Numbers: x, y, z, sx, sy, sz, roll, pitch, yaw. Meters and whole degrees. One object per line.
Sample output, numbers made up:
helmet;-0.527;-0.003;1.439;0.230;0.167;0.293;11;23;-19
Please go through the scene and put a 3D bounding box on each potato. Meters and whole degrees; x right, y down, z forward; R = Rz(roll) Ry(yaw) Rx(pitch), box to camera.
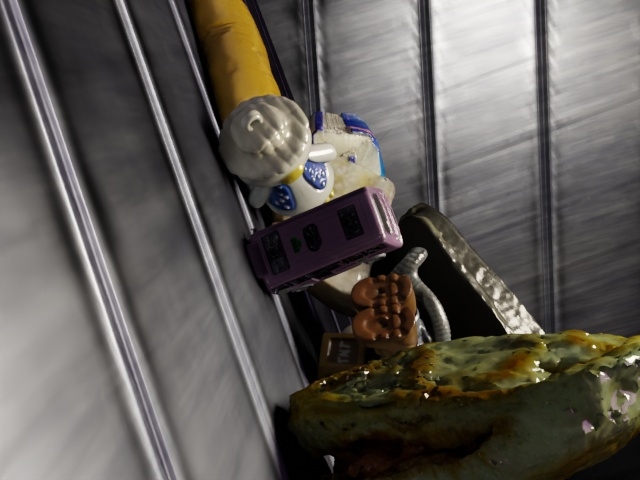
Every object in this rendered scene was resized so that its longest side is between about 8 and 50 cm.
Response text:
potato;-0.015;0.008;1.694;0.189;0.211;0.264;118;-10;-52

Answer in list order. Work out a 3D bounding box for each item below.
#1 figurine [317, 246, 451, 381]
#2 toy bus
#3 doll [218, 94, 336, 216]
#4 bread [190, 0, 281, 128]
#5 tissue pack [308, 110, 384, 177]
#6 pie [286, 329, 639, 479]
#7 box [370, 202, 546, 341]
figurine;0.100;0.215;1.556;0.382;0.186;0.261;72;25;-46
toy bus;0.000;0.000;1.342;0.087;0.178;0.098;70;16;10
doll;-0.049;-0.102;1.461;0.119;0.138;0.293;61;3;24
bread;-0.116;-0.244;1.613;0.142;0.091;0.305;56;13;-52
tissue pack;0.042;-0.120;2.009;0.269;0.137;0.209;-93;180;-78
pie;0.184;0.182;1.171;0.395;0.418;0.180;43;33;-78
box;0.198;0.150;1.675;0.350;0.091;0.359;53;-29;17
